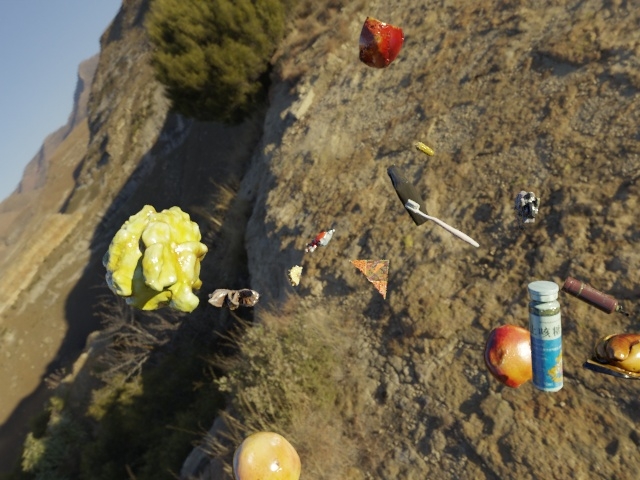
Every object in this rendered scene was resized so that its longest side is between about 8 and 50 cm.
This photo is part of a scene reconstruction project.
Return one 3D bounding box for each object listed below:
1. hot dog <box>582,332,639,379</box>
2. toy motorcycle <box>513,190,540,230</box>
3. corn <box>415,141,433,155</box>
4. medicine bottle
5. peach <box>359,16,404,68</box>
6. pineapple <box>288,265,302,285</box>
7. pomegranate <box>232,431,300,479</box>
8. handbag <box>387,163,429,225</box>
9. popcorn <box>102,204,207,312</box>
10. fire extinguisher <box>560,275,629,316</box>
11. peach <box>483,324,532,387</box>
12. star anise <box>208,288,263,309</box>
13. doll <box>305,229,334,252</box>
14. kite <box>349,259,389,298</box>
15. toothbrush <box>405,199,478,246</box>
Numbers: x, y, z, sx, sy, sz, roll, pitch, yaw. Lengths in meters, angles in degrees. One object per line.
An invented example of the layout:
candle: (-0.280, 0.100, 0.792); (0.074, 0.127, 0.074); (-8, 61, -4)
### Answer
hot dog: (0.905, 0.329, 1.355); (0.194, 0.326, 0.107); (10, 92, 40)
toy motorcycle: (0.805, -0.131, 1.830); (0.073, 0.225, 0.152); (-2, 75, 12)
corn: (0.362, -0.318, 1.626); (0.027, 0.083, 0.028); (-2, 69, 57)
medicine bottle: (0.386, 0.166, 0.801); (0.051, 0.191, 0.051); (-10, 15, 3)
peach: (0.164, -0.523, 1.225); (0.127, 0.092, 0.172); (-59, -9, 0)
pineapple: (-0.094, 0.123, 1.676); (0.019, 0.045, 0.083); (-46, 27, 49)
pomegranate: (-0.147, 0.606, 1.250); (0.191, 0.191, 0.191); (-36, 29, 24)
handbag: (0.387, -0.205, 2.047); (0.080, 0.247, 0.223); (-29, 29, 14)
popcorn: (-0.463, 0.054, 1.298); (0.279, 0.274, 0.335); (-15, 31, 24)
fire extinguisher: (0.712, 0.149, 1.210); (0.157, 0.078, 0.045); (29, 100, 22)
peach: (0.752, 0.455, 1.850); (0.243, 0.243, 0.199); (-63, 4, -25)
star anise: (-0.327, 0.224, 1.788); (0.197, 0.212, 0.073); (171, 97, -83)
doll: (0.001, 0.001, 1.440); (0.114, 0.039, 0.057); (-32, -3, 23)
kite: (0.241, 0.124, 1.946); (0.125, 0.222, 0.008); (-42, 2, 7)
toothbrush: (0.407, -0.061, 1.579); (0.307, 0.025, 0.029); (37, 126, 35)
